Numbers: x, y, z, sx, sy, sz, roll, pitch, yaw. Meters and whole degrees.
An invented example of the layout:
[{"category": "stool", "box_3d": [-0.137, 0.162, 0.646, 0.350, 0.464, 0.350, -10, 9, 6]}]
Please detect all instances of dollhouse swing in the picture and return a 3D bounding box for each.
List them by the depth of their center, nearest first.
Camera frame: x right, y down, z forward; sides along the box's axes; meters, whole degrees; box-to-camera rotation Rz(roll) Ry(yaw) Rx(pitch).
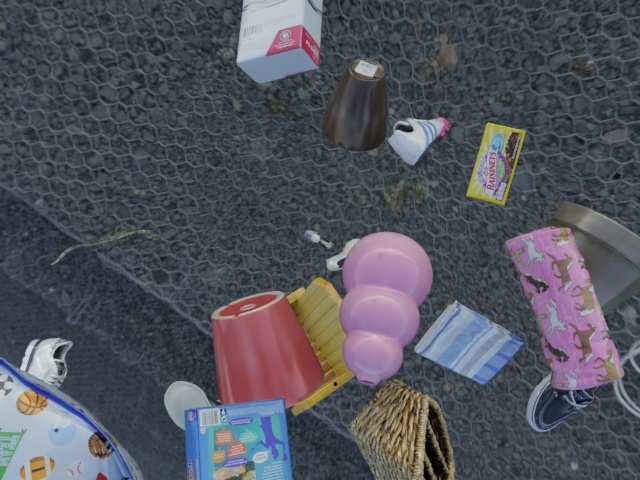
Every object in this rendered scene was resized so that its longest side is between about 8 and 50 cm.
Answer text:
[{"category": "dollhouse swing", "box_3d": [-0.053, 0.343, 1.630, 0.315, 0.305, 0.347, -31, 78, -16]}]

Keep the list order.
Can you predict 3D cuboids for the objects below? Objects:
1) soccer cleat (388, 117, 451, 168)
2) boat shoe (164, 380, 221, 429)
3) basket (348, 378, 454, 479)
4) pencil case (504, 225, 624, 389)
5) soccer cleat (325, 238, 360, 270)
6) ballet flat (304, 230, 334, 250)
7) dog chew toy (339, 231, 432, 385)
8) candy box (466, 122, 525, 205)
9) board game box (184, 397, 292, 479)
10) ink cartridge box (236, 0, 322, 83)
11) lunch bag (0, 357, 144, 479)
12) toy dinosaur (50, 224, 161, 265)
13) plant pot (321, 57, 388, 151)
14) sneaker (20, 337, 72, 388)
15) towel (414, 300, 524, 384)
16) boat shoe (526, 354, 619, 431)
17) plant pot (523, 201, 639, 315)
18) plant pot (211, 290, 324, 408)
[{"category": "soccer cleat", "box_3d": [0.304, -0.333, 1.533, 0.143, 0.331, 0.116, 38, 124, 2]}, {"category": "boat shoe", "box_3d": [-0.304, 0.491, 1.375, 0.302, 0.091, 0.114, 28, 75, 30]}, {"category": "basket", "box_3d": [0.245, 0.503, 1.191, 0.213, 0.223, 0.299, -39, 124, -25]}, {"category": "pencil case", "box_3d": [0.572, 0.161, 1.190, 0.159, 0.167, 0.387, -19, 78, 16]}, {"category": "soccer cleat", "box_3d": [0.103, 0.059, 1.878, 0.076, 0.196, 0.068, 13, 129, 44]}, {"category": "ballet flat", "box_3d": [0.000, 0.000, 1.708, 0.114, 0.041, 0.041, 29, 106, -17]}, {"category": "dog chew toy", "box_3d": [0.134, 0.150, 1.108, 0.206, 0.207, 0.332, 10, 63, 9]}, {"category": "candy box", "box_3d": [0.476, -0.207, 1.364, 0.105, 0.027, 0.206, 15, 95, 12]}, {"category": "board game box", "box_3d": [-0.120, 0.357, 0.762, 0.047, 0.160, 0.211, -29, 61, 46]}, {"category": "ink cartridge box", "box_3d": [-0.057, -0.322, 0.735, 0.109, 0.063, 0.151, -3, 75, 28]}, {"category": "lunch bag", "box_3d": [-0.519, 0.447, 0.984, 0.385, 0.328, 0.239, 31, 60, -2]}, {"category": "toy dinosaur", "box_3d": [-0.567, 0.006, 1.328, 0.268, 0.118, 0.064, -18, 101, -18]}, {"category": "plant pot", "box_3d": [0.121, -0.432, 1.542, 0.215, 0.216, 0.231, 19, 145, 6]}, {"category": "sneaker", "box_3d": [-0.676, 0.348, 1.214, 0.094, 0.090, 0.235, -2, 60, 2]}, {"category": "towel", "box_3d": [0.450, 0.318, 1.512, 0.284, 0.034, 0.209, 29, 111, -16]}, {"category": "boat shoe", "box_3d": [0.680, 0.402, 1.344, 0.108, 0.102, 0.301, 42, 93, -5]}, {"category": "plant pot", "box_3d": [0.754, 0.095, 1.443, 0.323, 0.323, 0.281, 35, 97, 2]}, {"category": "plant pot", "box_3d": [-0.152, 0.275, 1.278, 0.274, 0.275, 0.244, -14, 98, 13]}]
